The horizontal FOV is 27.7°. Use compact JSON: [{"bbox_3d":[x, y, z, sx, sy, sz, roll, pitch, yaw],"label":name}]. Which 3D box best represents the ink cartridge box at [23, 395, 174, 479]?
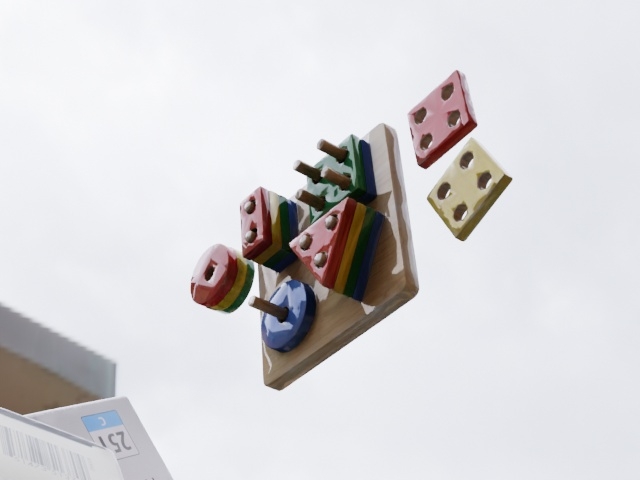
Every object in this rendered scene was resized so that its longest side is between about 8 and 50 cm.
[{"bbox_3d":[-0.255,0.303,1.345,0.066,0.261,0.296,-40,-19,27],"label":"ink cartridge box"}]

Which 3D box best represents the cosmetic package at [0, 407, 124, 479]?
[{"bbox_3d":[-0.282,0.290,1.010,0.153,0.129,0.296,27,-81,-25],"label":"cosmetic package"}]

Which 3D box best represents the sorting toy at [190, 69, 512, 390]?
[{"bbox_3d":[0.000,0.000,0.807,0.046,0.132,0.274,25,-47,-33],"label":"sorting toy"}]
